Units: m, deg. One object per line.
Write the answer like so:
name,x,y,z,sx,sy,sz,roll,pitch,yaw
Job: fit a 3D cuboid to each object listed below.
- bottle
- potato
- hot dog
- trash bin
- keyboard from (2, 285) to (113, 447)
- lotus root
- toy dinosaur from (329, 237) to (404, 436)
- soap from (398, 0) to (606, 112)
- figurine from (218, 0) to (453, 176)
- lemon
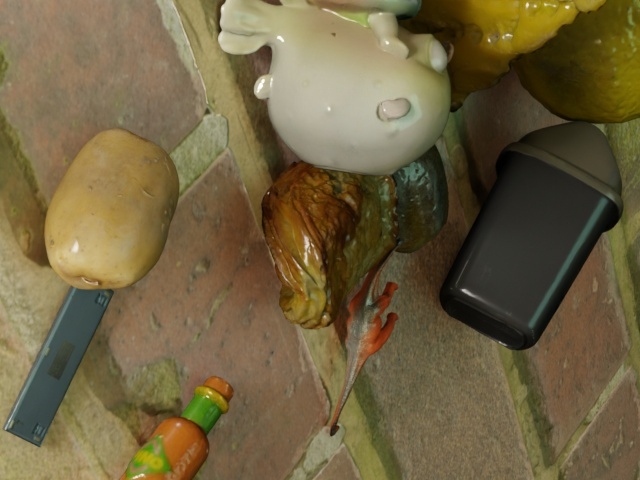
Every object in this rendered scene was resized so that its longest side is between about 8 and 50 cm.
bottle,-0.158,0.229,1.811,0.187,0.069,0.069,-55,141,-28
potato,-0.202,-0.030,1.616,0.109,0.118,0.178,115,-4,-60
hot dog,-0.002,-0.001,1.894,0.259,0.114,0.175,-45,135,-56
trash bin,0.286,-0.011,2.207,0.290,0.182,0.209,-60,175,-11
keyboard,-0.265,0.119,1.665,0.055,0.014,0.176,40,70,-52
lotus root,0.104,-0.074,2.038,0.113,0.088,0.192,-36,130,-33
toy dinosaur,0.056,0.118,2.062,0.101,0.055,0.279,-41,144,-57
soap,0.249,-0.265,1.946,0.169,0.339,0.304,-57,140,-21
figurine,0.022,-0.271,1.801,0.275,0.226,0.394,4,94,-26
lemon,0.362,-0.297,2.156,0.268,0.268,0.322,-56,136,-25
